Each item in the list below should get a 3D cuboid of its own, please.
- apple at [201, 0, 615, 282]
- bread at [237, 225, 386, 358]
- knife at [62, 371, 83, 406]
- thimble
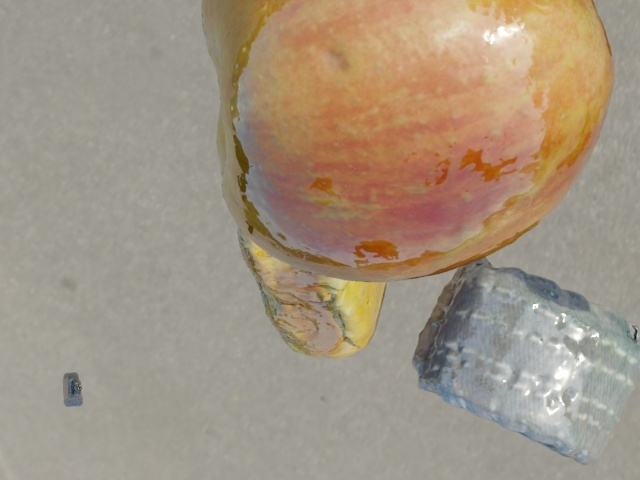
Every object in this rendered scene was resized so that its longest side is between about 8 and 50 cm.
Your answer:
[{"bbox_3d":[0.039,-0.103,0.883,0.302,0.301,0.301,13,132,15],"label":"apple"},{"bbox_3d":[0.000,0.000,1.365,0.132,0.166,0.294,9,151,12],"label":"bread"},{"bbox_3d":[-0.220,0.132,1.120,0.018,0.031,0.121,-3,174,-11],"label":"knife"},{"bbox_3d":[0.229,0.128,1.385,0.236,0.172,0.205,24,174,-9],"label":"thimble"}]
